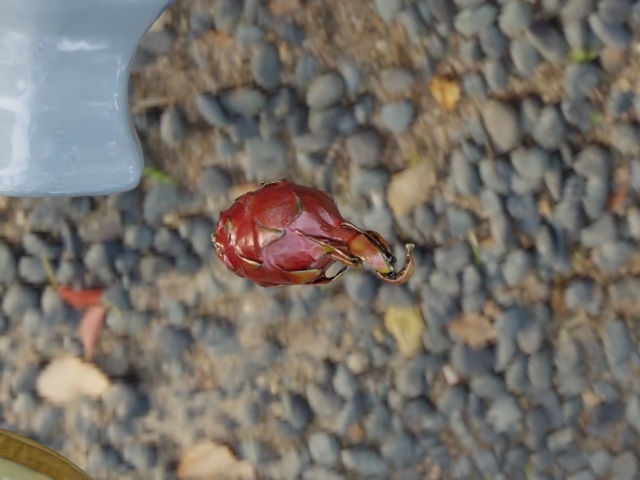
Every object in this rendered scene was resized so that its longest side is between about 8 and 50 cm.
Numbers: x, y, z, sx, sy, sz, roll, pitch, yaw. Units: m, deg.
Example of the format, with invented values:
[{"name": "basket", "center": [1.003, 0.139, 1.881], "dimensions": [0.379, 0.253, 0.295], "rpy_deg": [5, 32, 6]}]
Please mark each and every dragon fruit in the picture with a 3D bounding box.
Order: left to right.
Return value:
[{"name": "dragon fruit", "center": [0.000, 0.000, 1.524], "dimensions": [0.190, 0.094, 0.094], "rpy_deg": [7, 123, 28]}]

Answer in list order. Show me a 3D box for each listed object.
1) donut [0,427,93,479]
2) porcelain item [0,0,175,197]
[{"name": "donut", "center": [-0.370, 0.358, 1.875], "dimensions": [0.449, 0.198, 0.449], "rpy_deg": [8, 132, 9]}, {"name": "porcelain item", "center": [-0.153, -0.240, 1.044], "dimensions": [0.179, 0.242, 0.405], "rpy_deg": [6, 107, -10]}]
